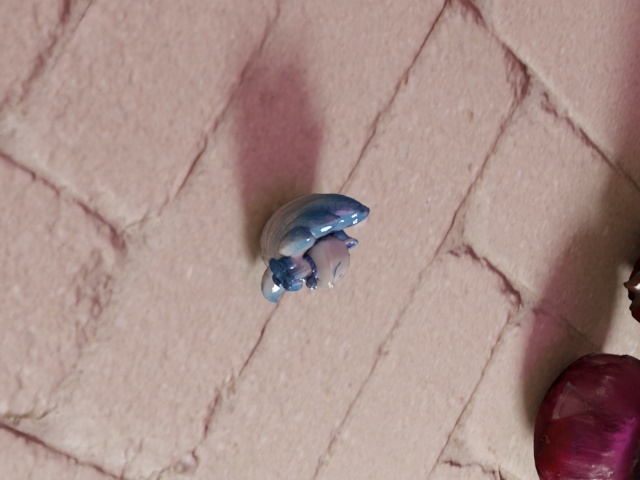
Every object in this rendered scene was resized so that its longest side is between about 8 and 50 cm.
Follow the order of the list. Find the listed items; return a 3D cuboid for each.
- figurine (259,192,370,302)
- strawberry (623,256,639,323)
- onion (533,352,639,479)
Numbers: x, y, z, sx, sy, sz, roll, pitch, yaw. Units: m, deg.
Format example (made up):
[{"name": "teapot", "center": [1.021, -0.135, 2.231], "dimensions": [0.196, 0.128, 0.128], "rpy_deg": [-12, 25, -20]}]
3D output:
[{"name": "figurine", "center": [0.000, 0.000, 1.222], "dimensions": [0.114, 0.079, 0.114], "rpy_deg": [-35, 156, -18]}, {"name": "strawberry", "center": [0.502, 0.090, 1.593], "dimensions": [0.295, 0.317, 0.345], "rpy_deg": [-44, 96, -14]}, {"name": "onion", "center": [0.302, 0.207, 1.611], "dimensions": [0.177, 0.153, 0.177], "rpy_deg": [-25, 140, -23]}]
